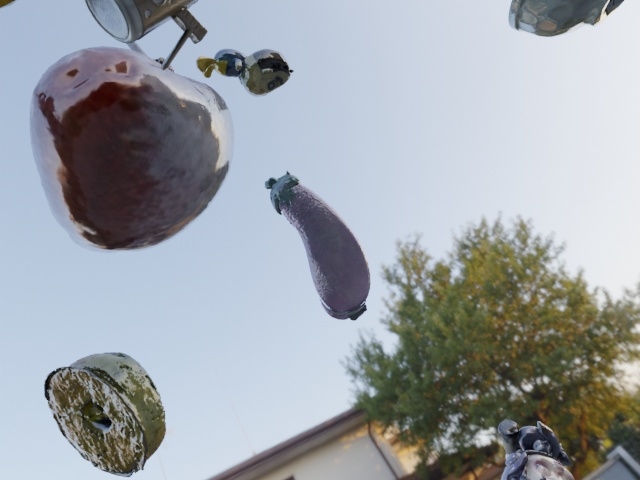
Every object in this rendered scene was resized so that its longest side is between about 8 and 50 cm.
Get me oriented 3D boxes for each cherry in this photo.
[{"bbox_3d":[-0.298,-0.149,0.778,0.326,0.291,0.335,-45,-30,-50],"label":"cherry"}]

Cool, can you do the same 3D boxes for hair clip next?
[{"bbox_3d":[0.002,-0.001,0.977,0.110,0.359,0.096,-21,-27,-22],"label":"hair clip"}]

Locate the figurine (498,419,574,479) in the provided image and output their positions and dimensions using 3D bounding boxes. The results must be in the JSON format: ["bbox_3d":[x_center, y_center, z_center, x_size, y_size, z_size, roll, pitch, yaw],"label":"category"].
[{"bbox_3d":[0.355,0.423,0.781,0.222,0.145,0.146,-61,-4,-60],"label":"figurine"}]

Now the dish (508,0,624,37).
[{"bbox_3d":[0.434,-0.434,0.722,0.303,0.120,0.303,-41,-17,-15],"label":"dish"}]

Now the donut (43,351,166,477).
[{"bbox_3d":[-0.410,0.330,0.923,0.107,0.271,0.272,-37,-26,-55],"label":"donut"}]

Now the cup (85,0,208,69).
[{"bbox_3d":[-0.179,-0.244,0.484,0.099,0.074,0.102,-51,-30,-29],"label":"cup"}]

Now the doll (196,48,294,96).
[{"bbox_3d":[-0.140,-0.321,0.892,0.179,0.102,0.089,-3,-84,-3],"label":"doll"}]

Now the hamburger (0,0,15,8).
[{"bbox_3d":[-0.340,-0.282,0.411,0.161,0.162,0.115,-14,-24,-28],"label":"hamburger"}]
